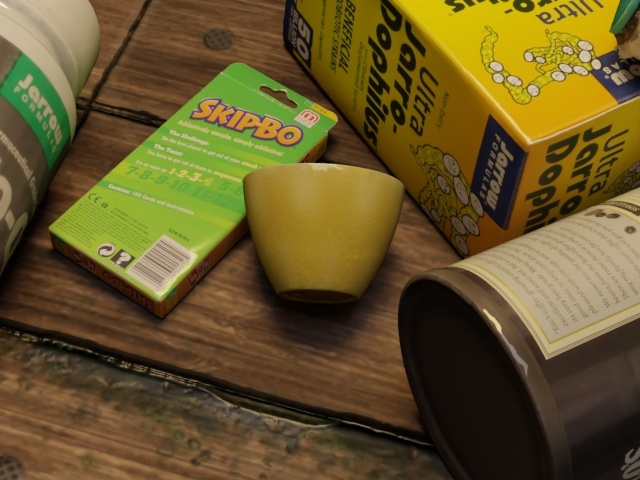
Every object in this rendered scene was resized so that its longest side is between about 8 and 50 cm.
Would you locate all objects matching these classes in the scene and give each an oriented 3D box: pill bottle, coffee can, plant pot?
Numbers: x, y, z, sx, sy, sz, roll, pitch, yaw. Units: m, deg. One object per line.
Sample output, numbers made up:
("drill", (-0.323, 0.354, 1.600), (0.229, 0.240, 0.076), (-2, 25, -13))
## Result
("pill bottle", (-0.320, -0.068, 1.022), (0.204, 0.204, 0.361), (14, 53, 7))
("coffee can", (0.225, 0.070, 0.947), (0.275, 0.201, 0.201), (-22, 56, -19))
("plant pot", (0.000, 0.000, 1.050), (0.134, 0.134, 0.095), (4, 78, -1))

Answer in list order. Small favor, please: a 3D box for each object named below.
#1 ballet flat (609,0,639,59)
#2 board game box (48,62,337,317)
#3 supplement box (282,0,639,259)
("ballet flat", (0.327, -0.299, 1.030), (0.147, 0.147, 0.408), (13, 67, 7))
("board game box", (-0.105, -0.054, 1.130), (0.124, 0.039, 0.259), (31, 59, 19))
("supplement box", (0.137, -0.169, 1.133), (0.195, 0.194, 0.356), (-25, 57, -21))
